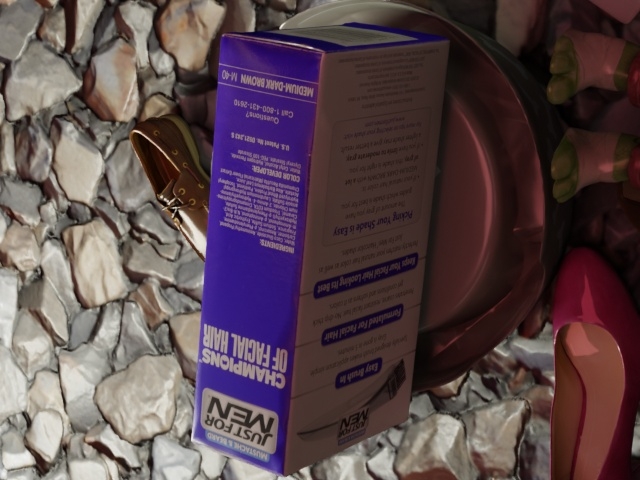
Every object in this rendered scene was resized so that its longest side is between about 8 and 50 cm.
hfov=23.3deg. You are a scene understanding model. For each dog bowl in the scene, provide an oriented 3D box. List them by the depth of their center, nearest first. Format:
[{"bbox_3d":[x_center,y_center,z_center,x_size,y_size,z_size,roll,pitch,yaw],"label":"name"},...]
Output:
[{"bbox_3d":[0.067,-0.043,1.380,0.349,0.102,0.349,8,104,34],"label":"dog bowl"}]

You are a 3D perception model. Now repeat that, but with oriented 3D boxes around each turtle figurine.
[{"bbox_3d":[0.290,-0.054,1.097,0.266,0.198,0.275,8,71,22],"label":"turtle figurine"}]

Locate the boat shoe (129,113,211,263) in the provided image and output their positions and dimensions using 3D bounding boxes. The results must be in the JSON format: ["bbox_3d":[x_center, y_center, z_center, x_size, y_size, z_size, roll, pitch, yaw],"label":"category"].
[{"bbox_3d":[-0.138,-0.044,1.553,0.064,0.060,0.178,-35,78,35],"label":"boat shoe"}]

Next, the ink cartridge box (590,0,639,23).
[{"bbox_3d":[0.151,-0.382,1.078,0.395,0.166,0.285,33,142,-3],"label":"ink cartridge box"}]

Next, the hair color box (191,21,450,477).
[{"bbox_3d":[0.000,0.000,1.260,0.110,0.185,0.339,13,106,33],"label":"hair color box"}]

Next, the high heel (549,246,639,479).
[{"bbox_3d":[0.216,0.131,1.296,0.082,0.117,0.244,2,100,36],"label":"high heel"}]

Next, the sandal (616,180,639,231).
[{"bbox_3d":[0.342,-0.027,1.214,0.219,0.060,0.090,2,77,20],"label":"sandal"}]
